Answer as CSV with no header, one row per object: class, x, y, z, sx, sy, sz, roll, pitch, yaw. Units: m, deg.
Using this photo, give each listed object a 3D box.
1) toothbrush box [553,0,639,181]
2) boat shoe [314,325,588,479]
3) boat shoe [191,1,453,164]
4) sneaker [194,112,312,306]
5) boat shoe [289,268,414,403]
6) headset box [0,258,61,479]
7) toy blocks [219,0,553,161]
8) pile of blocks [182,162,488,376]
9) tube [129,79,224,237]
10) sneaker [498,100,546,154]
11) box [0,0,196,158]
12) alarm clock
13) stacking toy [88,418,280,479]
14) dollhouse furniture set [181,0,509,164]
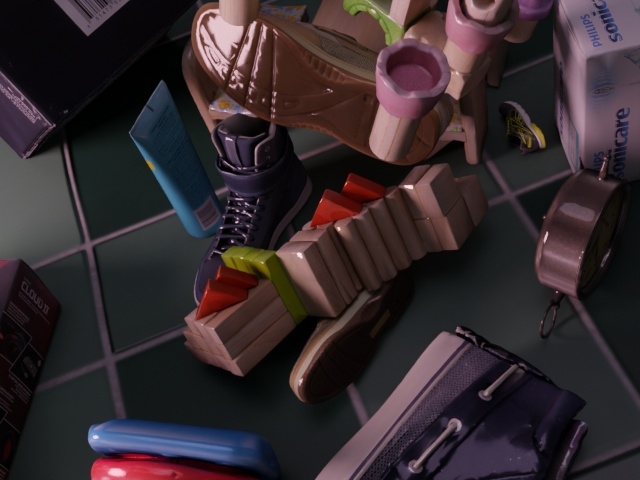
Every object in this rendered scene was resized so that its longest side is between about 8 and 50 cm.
toothbrush box,0.408,-0.193,0.945,0.295,0.216,0.126,-11,53,6
boat shoe,0.100,0.232,0.776,0.158,0.127,0.341,22,63,36
boat shoe,0.001,-0.182,0.972,0.302,0.109,0.098,25,36,11
sneaker,-0.096,-0.040,1.006,0.086,0.163,0.226,16,62,23
boat shoe,0.023,0.095,0.944,0.072,0.068,0.190,16,48,40
headset box,-0.440,0.145,0.996,0.218,0.110,0.293,-2,55,13
toy blocks,0.088,-0.300,0.826,0.288,0.260,0.309,43,65,15
pile of blocks,0.000,0.000,0.944,0.362,0.113,0.149,-29,24,-7
tube,-0.164,-0.083,1.026,0.052,0.207,0.080,6,56,18
sneaker,0.236,-0.136,1.066,0.035,0.031,0.083,-30,53,-6
box,-0.322,-0.279,1.140,0.296,0.183,0.294,-48,15,-20
alarm clock,0.259,0.010,0.904,0.064,0.129,0.192,20,89,28
stacking toy,-0.141,0.320,0.786,0.165,0.175,0.302,4,71,8
dollhouse furniture set,0.051,-0.333,1.115,0.361,0.256,0.394,8,58,20
